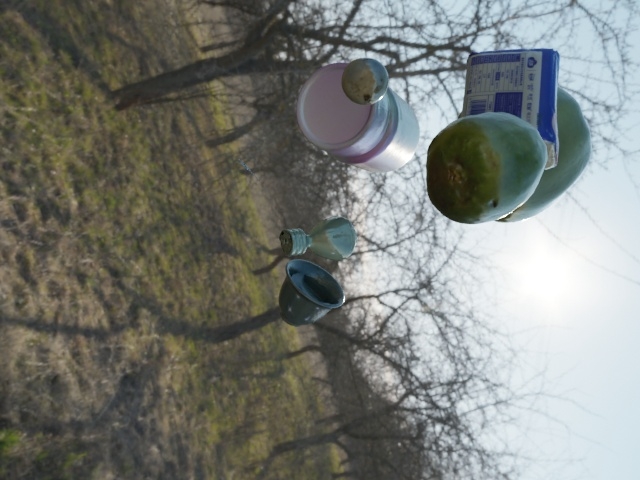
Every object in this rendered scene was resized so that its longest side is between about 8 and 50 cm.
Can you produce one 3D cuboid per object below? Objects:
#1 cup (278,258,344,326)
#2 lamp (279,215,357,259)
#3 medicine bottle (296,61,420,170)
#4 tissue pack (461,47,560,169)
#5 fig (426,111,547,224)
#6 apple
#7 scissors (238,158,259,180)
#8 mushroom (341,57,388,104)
[{"bbox_3d":[-0.051,0.174,1.673,0.150,0.199,0.199,-55,-152,23],"label":"cup"},{"bbox_3d":[0.000,0.000,1.341,0.106,0.192,0.106,17,-69,56],"label":"lamp"},{"bbox_3d":[0.103,-0.290,1.408,0.388,0.219,0.220,-4,77,-67],"label":"medicine bottle"},{"bbox_3d":[0.426,-0.294,1.287,0.137,0.209,0.270,63,35,-59],"label":"tissue pack"},{"bbox_3d":[0.275,-0.115,0.875,0.167,0.233,0.167,170,-90,-78],"label":"fig"},{"bbox_3d":[0.550,-0.254,1.527,0.312,0.360,0.320,52,-12,29],"label":"apple"},{"bbox_3d":[-0.167,-0.164,1.346,0.083,0.006,0.036,46,3,31],"label":"scissors"},{"bbox_3d":[0.082,-0.286,1.028,0.079,0.085,0.085,-19,93,-73],"label":"mushroom"}]
